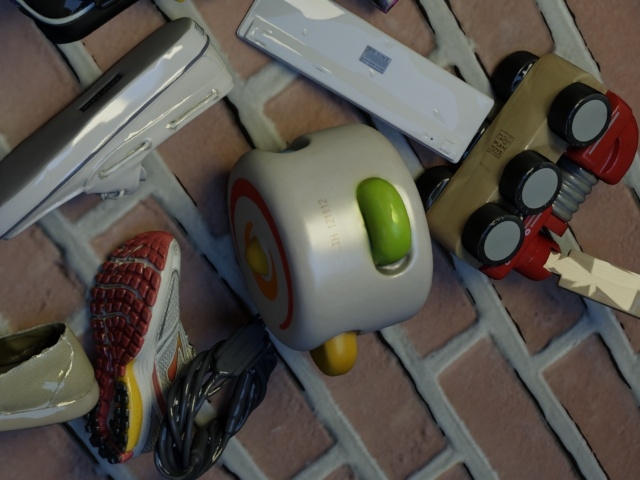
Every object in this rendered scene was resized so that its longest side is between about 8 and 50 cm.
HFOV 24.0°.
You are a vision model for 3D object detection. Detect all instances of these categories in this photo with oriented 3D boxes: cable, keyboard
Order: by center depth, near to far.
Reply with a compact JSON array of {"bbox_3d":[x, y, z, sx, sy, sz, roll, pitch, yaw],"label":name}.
[{"bbox_3d":[0.046,-0.161,1.411,0.256,0.014,0.072,28,92,-21],"label":"keyboard"},{"bbox_3d":[-0.104,0.160,1.438,0.184,0.047,0.150,-51,162,-37],"label":"cable"}]

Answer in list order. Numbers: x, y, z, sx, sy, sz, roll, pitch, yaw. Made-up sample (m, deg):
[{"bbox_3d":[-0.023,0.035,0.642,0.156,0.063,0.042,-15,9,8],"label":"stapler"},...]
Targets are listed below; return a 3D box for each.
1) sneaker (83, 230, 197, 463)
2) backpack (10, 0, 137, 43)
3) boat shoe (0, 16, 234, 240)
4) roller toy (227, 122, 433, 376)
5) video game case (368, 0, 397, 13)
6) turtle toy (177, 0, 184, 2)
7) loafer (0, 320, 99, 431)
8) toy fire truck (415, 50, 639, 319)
[{"bbox_3d":[-0.163,0.096,1.420,0.093,0.088,0.225,-8,117,-44],"label":"sneaker"},{"bbox_3d":[-0.188,-0.304,1.147,0.225,0.191,0.253,-35,96,-1],"label":"backpack"},{"bbox_3d":[-0.189,-0.080,1.320,0.267,0.096,0.088,-45,118,-11],"label":"boat shoe"},{"bbox_3d":[0.000,0.000,1.378,0.146,0.191,0.209,-17,138,-19],"label":"roller toy"},{"bbox_3d":[0.101,-0.325,1.302,0.232,0.042,0.210,-47,162,0],"label":"video game case"},{"bbox_3d":[-0.112,-0.255,1.290,0.095,0.066,0.130,-48,123,3],"label":"turtle toy"},{"bbox_3d":[-0.332,0.127,1.341,0.269,0.102,0.092,-11,112,-25],"label":"loafer"},{"bbox_3d":[0.253,-0.037,1.513,0.246,0.158,0.217,31,96,-43],"label":"toy fire truck"}]
